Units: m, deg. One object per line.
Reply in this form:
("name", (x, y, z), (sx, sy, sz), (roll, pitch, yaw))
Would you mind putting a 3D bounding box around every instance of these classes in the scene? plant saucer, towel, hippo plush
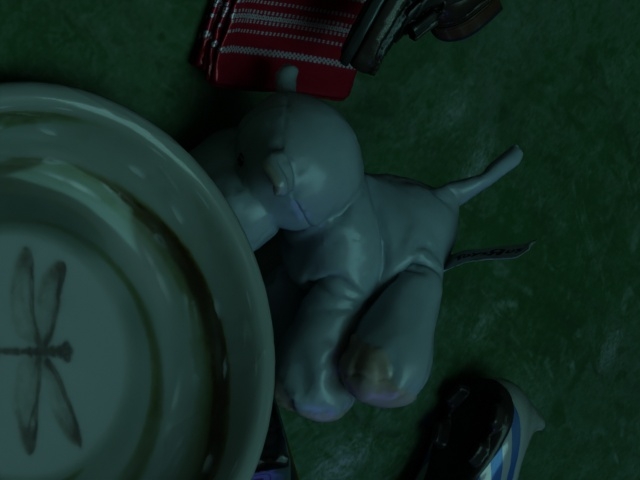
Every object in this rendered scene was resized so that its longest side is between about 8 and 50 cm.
("plant saucer", (-0.221, 0.083, 1.494), (0.400, 0.100, 0.401), (10, 73, -37))
("towel", (0.005, -0.252, 1.670), (0.199, 0.031, 0.275), (4, 111, -50))
("hippo plush", (0.000, 0.000, 1.653), (0.294, 0.234, 0.236), (-25, 134, 23))

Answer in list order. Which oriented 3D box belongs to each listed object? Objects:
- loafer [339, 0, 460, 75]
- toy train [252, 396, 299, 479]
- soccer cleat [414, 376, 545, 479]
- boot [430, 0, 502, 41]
("loafer", (0.111, -0.248, 1.678), (0.267, 0.084, 0.096), (-61, -176, -13))
("toy train", (-0.166, 0.224, 1.648), (0.333, 0.142, 0.190), (-7, 129, -9))
("soccer cleat", (0.141, 0.306, 2.131), (0.143, 0.116, 0.331), (29, 92, -52))
("boot", (0.165, -0.288, 1.779), (0.219, 0.082, 0.106), (-50, 144, -8))
